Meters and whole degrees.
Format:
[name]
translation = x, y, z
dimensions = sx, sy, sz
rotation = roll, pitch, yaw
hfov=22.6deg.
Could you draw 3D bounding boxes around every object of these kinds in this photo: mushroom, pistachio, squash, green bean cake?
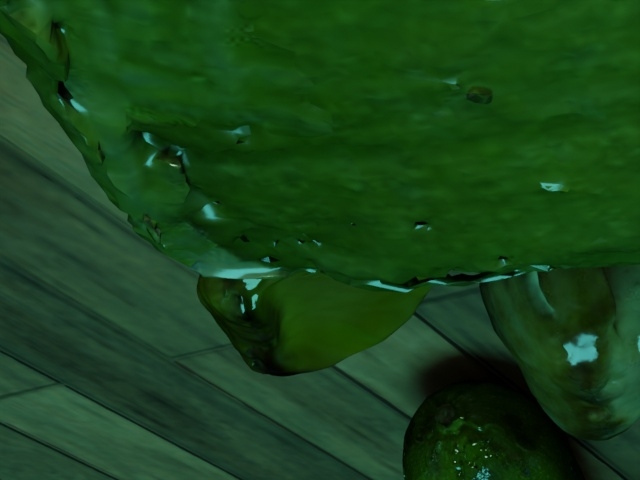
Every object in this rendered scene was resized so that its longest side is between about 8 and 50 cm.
[mushroom]
translation = 0.221, 0.011, 0.546
dimensions = 0.333, 0.087, 0.107
rotation = -4, 156, 4
[pistachio]
translation = 0.000, 0.000, 0.574
dimensions = 0.089, 0.049, 0.173
rotation = -12, 157, -23
[squash]
translation = 0.107, 0.159, 0.835
dimensions = 0.087, 0.087, 0.331
rotation = -5, 152, 13
[green bean cake]
translation = 0.032, -0.075, 0.361
dimensions = 0.200, 0.113, 0.214
rotation = -6, 152, 13
